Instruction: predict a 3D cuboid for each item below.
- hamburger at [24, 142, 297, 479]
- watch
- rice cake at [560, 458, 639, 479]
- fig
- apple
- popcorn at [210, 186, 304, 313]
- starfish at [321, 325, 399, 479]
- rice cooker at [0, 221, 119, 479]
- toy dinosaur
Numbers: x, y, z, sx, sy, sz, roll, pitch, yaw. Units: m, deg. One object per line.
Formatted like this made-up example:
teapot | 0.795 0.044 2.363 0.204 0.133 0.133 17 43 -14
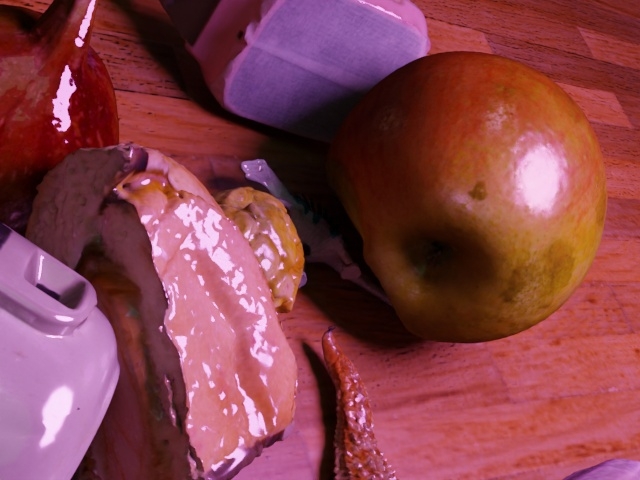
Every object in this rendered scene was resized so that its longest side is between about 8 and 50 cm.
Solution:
hamburger | -0.103 0.038 0.602 0.155 0.135 0.207 -33 109 -57
watch | -0.044 -0.233 0.924 0.253 0.161 0.241 16 36 -35
rice cake | 0.127 0.214 0.638 0.399 0.070 0.064 -6 78 -52
fig | -0.191 -0.085 0.610 0.175 0.207 0.175 30 42 -31
apple | 0.116 -0.030 0.833 0.246 0.246 0.226 36 42 -13
popcorn | -0.067 0.017 0.723 0.106 0.116 0.120 -11 51 4
starfish | 0.015 0.219 0.638 0.294 0.084 0.301 -22 79 -50
rice cooker | -0.229 0.067 0.447 0.244 0.226 0.226 33 42 -12
toy dinosaur | 0.003 -0.002 0.845 0.187 0.044 0.106 20 36 -39
